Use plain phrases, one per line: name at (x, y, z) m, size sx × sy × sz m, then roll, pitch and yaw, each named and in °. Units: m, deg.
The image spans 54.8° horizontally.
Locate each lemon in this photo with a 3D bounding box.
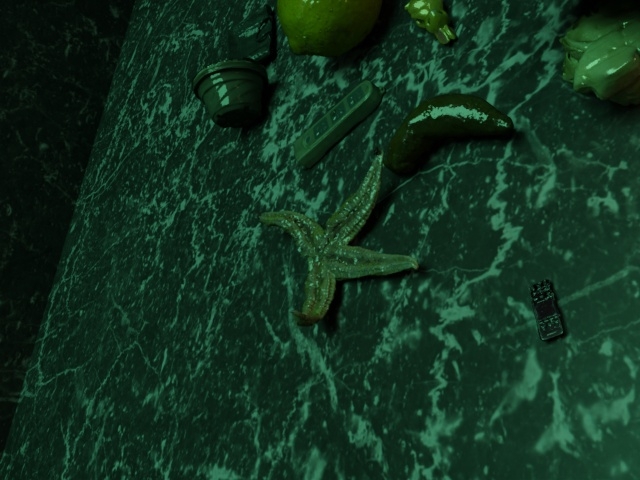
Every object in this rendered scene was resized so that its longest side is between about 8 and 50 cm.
lemon at (0.022, -0.597, 1.547) m, size 0.258 × 0.258 × 0.310 m, roll 29°, pitch 87°, yaw 53°

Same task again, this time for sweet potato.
sweet potato at (0.231, -0.219, 1.203) m, size 0.310 × 0.098 × 0.124 m, roll -17°, pitch 77°, yaw 41°

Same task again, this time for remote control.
remote control at (0.343, 0.106, 0.937) m, size 0.039 × 0.014 × 0.096 m, roll -30°, pitch 46°, yaw 34°

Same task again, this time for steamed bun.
steamed bun at (0.471, -0.291, 0.964) m, size 0.192 × 0.106 × 0.177 m, roll -47°, pitch 35°, yaw 6°

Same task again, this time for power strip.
power strip at (0.040, -0.284, 1.504) m, size 0.286 × 0.048 × 0.080 m, roll -37°, pitch 45°, yaw 27°

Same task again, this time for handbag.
handbag at (-0.220, -0.649, 2.008) m, size 0.175 × 0.088 × 0.270 m, roll -29°, pitch 48°, yaw 26°

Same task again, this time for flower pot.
flower pot at (-0.255, -0.419, 1.821) m, size 0.235 × 0.235 × 0.141 m, roll -23°, pitch 75°, yaw 39°

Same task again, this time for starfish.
starfish at (0.008, 0.007, 1.291) m, size 0.383 × 0.132 × 0.398 m, roll -36°, pitch 36°, yaw 33°

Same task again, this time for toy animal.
toy animal at (0.257, -0.494, 1.369) m, size 0.083 × 0.070 × 0.159 m, roll -41°, pitch 47°, yaw 22°
